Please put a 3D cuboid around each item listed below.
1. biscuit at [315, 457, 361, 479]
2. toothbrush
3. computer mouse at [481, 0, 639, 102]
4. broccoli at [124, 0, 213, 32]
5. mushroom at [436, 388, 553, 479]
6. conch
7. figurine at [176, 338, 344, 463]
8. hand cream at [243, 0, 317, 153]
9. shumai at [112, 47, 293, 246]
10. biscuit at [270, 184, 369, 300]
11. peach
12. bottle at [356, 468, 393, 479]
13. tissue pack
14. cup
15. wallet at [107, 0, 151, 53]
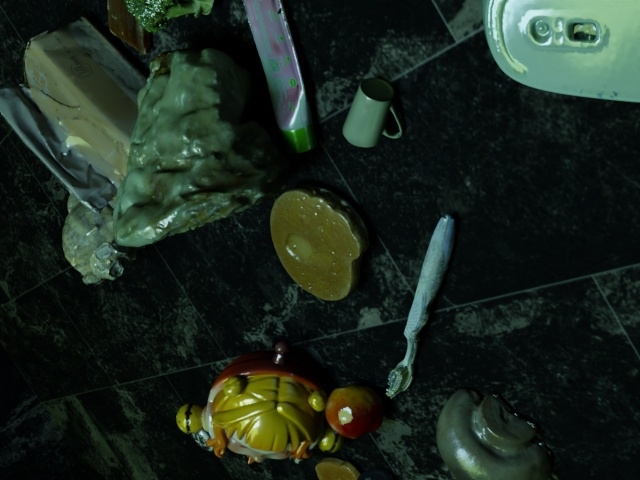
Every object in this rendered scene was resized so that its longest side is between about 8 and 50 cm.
[{"bbox_3d":[0.048,0.483,1.910,0.140,0.023,0.118,-3,118,50],"label":"biscuit"},{"bbox_3d":[0.151,0.108,1.444,0.035,0.042,0.413,36,140,24],"label":"toothbrush"},{"bbox_3d":[0.292,-0.220,0.935,0.289,0.097,0.159,9,125,32],"label":"computer mouse"},{"bbox_3d":[-0.218,-0.371,1.379,0.138,0.145,0.162,15,161,-11],"label":"broccoli"},{"bbox_3d":[0.253,0.323,1.459,0.188,0.117,0.141,34,153,19],"label":"mushroom"},{"bbox_3d":[-0.426,-0.023,1.921,0.210,0.159,0.291,82,176,-48],"label":"conch"},{"bbox_3d":[-0.104,0.316,1.793,0.320,0.196,0.323,9,154,-11],"label":"figurine"},{"bbox_3d":[-0.062,-0.260,1.373,0.079,0.050,0.275,-5,113,24],"label":"hand cream"},{"bbox_3d":[-0.208,-0.154,1.434,0.309,0.304,0.263,-9,102,53],"label":"shumai"},{"bbox_3d":[0.000,0.000,1.515,0.181,0.049,0.208,35,142,25],"label":"biscuit"},{"bbox_3d":[0.059,0.295,1.664,0.101,0.101,0.100,31,140,30],"label":"peach"},{"bbox_3d":[0.131,0.545,1.827,0.072,0.082,0.244,-95,-9,-62],"label":"bottle"},{"bbox_3d":[-0.402,-0.193,1.669,0.305,0.238,0.238,46,145,11],"label":"tissue pack"},{"bbox_3d":[0.072,-0.165,1.279,0.075,0.054,0.083,42,142,19],"label":"cup"},{"bbox_3d":[-0.309,-0.395,1.556,0.095,0.026,0.176,32,142,19],"label":"wallet"}]
